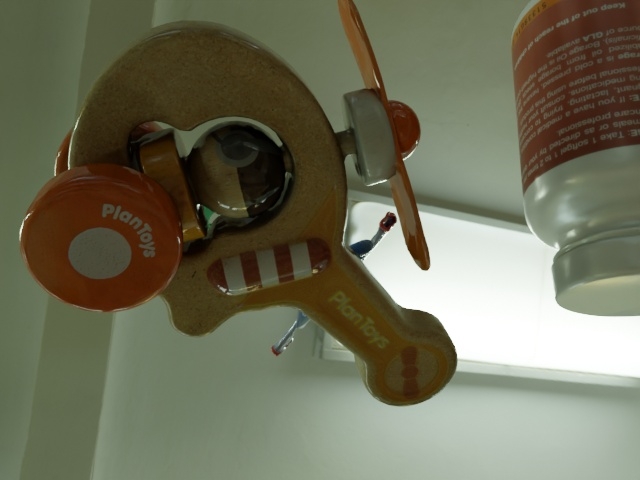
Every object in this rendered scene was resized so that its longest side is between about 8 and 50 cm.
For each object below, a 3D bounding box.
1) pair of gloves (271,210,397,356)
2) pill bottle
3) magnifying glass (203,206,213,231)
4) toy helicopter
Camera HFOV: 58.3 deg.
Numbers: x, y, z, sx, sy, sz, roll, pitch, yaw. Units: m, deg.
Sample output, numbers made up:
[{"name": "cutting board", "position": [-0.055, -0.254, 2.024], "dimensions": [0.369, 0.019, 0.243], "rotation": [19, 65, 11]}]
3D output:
[{"name": "pair of gloves", "position": [0.014, 0.042, 0.609], "dimensions": [0.023, 0.198, 0.159], "rotation": [41, -65, 6]}, {"name": "pill bottle", "position": [0.196, -0.064, 0.384], "dimensions": [0.121, 0.121, 0.215], "rotation": [13, -114, -20]}, {"name": "magnifying glass", "position": [-0.121, -0.030, 0.701], "dimensions": [0.231, 0.026, 0.092], "rotation": [-25, -46, -35]}, {"name": "toy helicopter", "position": [0.000, 0.000, 0.408], "dimensions": [0.235, 0.140, 0.355], "rotation": [-40, -61, 8]}]
